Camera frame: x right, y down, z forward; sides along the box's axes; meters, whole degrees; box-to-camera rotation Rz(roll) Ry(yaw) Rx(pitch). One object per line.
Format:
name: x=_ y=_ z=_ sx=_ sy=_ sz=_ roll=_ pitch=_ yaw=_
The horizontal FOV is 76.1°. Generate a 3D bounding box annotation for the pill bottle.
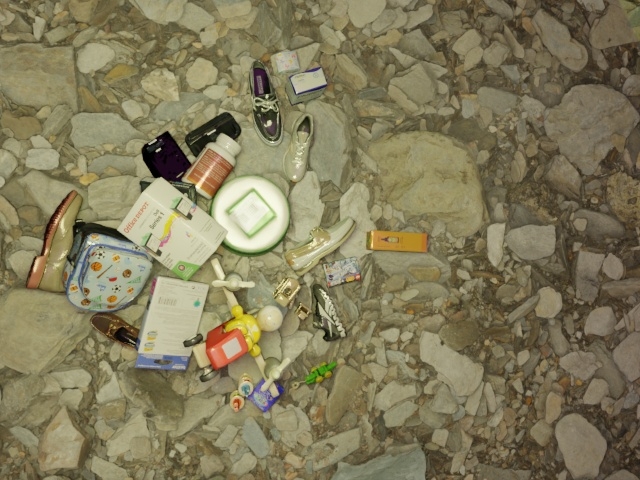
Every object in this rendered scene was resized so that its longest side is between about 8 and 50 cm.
pill bottle: x=-0.373 y=-0.260 z=1.426 sx=0.121 sy=0.121 sz=0.216 roll=35 pitch=84 yaw=-8

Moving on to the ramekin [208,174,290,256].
ramekin: x=-0.251 y=-0.091 z=1.470 sx=0.303 sy=0.148 sz=0.304 roll=0 pitch=89 yaw=-11

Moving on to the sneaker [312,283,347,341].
sneaker: x=0.009 y=0.282 z=1.551 sx=0.106 sy=0.078 sz=0.235 roll=-26 pitch=96 yaw=-13

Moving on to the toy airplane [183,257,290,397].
toy airplane: x=-0.240 y=0.289 z=1.356 sx=0.272 sy=0.385 sz=0.386 roll=-24 pitch=137 yaw=11

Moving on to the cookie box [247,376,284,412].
cookie box: x=-0.204 y=0.565 z=1.522 sx=0.092 sy=0.040 sz=0.107 roll=43 pitch=82 yaw=-7

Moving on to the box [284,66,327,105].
box: x=-0.056 y=-0.572 z=1.523 sx=0.126 sy=0.137 sz=0.072 roll=-22 pitch=94 yaw=-11

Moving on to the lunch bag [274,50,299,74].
lunch bag: x=-0.129 y=-0.675 z=1.555 sx=0.083 sy=0.053 sz=0.071 roll=-15 pitch=94 yaw=-21

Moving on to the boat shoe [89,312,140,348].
boat shoe: x=-0.699 y=0.311 z=1.415 sx=0.206 sy=0.073 sz=0.073 roll=25 pitch=88 yaw=-8

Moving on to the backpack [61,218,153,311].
backpack: x=-0.694 y=0.103 z=1.335 sx=0.276 sy=0.213 sz=0.264 roll=21 pitch=104 yaw=-41

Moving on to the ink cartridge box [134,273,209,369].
ink cartridge box: x=-0.519 y=0.286 z=1.422 sx=0.185 sy=0.065 sz=0.312 roll=17 pitch=83 yaw=-37

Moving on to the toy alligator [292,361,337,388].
toy alligator: x=-0.018 y=0.520 z=1.557 sx=0.189 sy=0.056 sz=0.051 roll=-26 pitch=134 yaw=-10

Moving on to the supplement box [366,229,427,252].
supplement box: x=0.299 y=0.005 z=1.614 sx=0.233 sy=0.080 sz=0.078 roll=4 pitch=87 yaw=-13

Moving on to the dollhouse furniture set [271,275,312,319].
dollhouse furniture set: x=-0.078 y=0.213 z=1.482 sx=0.161 sy=0.182 sz=0.101 roll=39 pitch=82 yaw=-8

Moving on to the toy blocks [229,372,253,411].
toy blocks: x=-0.281 y=0.550 z=1.453 sx=0.054 sy=0.148 sz=0.123 roll=26 pitch=84 yaw=-9

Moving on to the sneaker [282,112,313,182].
sneaker: x=-0.080 y=-0.351 z=1.523 sx=0.099 sy=0.121 sz=0.263 roll=8 pitch=87 yaw=-10

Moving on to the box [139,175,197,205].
box: x=-0.509 y=-0.099 z=1.392 sx=0.175 sy=0.051 sz=0.221 roll=10 pitch=124 yaw=4

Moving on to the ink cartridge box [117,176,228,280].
ink cartridge box: x=-0.477 y=-0.033 z=1.326 sx=0.278 sy=0.117 sz=0.201 roll=40 pitch=121 yaw=-15

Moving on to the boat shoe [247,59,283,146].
boat shoe: x=-0.200 y=-0.506 z=1.510 sx=0.113 sy=0.105 sz=0.307 roll=-8 pitch=90 yaw=-11

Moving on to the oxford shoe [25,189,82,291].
oxford shoe: x=-0.864 y=0.004 z=1.385 sx=0.130 sy=0.123 sz=0.349 roll=23 pitch=83 yaw=-36

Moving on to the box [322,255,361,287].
box: x=0.083 y=0.122 z=1.594 sx=0.136 sy=0.027 sz=0.094 roll=-13 pitch=90 yaw=-11

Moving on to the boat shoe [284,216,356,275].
boat shoe: x=0.000 y=0.000 z=1.537 sx=0.302 sy=0.113 sz=0.103 roll=-41 pitch=102 yaw=-8

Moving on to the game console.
game console: x=-0.451 y=-0.330 z=1.491 sx=0.361 sy=0.044 sz=0.213 roll=-35 pitch=97 yaw=-9
